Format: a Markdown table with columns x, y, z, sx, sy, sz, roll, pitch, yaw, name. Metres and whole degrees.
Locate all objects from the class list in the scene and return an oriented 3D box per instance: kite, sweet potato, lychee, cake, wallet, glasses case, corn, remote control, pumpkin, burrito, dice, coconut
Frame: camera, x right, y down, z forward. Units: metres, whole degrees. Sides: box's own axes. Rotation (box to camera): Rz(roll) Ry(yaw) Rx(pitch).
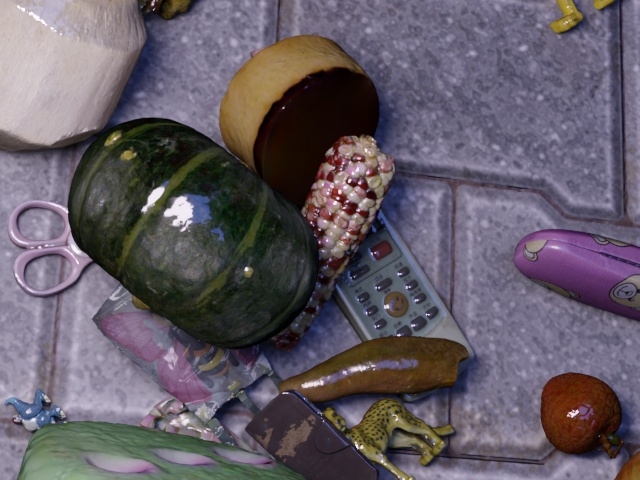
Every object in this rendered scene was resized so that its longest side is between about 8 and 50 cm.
| x | y | z | sx | sy | sz | roll | pitch | yaw | name |
| --- | --- | --- | --- | --- | --- | --- | --- | --- | --- |
| -0.109 | 0.170 | 1.593 | 0.360 | 0.022 | 0.204 | 49 | 42 | 5 | kite |
| 0.069 | 0.155 | 1.625 | 0.243 | 0.077 | 0.077 | -4 | 76 | -18 | sweet potato |
| 0.328 | 0.227 | 1.685 | 0.101 | 0.114 | 0.140 | -24 | 54 | 17 | lychee |
| -0.048 | -0.168 | 1.674 | 0.207 | 0.185 | 0.178 | -40 | 52 | -19 | cake |
| -0.007 | 0.243 | 1.549 | 0.157 | 0.018 | 0.082 | 45 | 106 | -3 | wallet |
| 0.406 | 0.054 | 1.751 | 0.316 | 0.123 | 0.076 | 17 | 70 | -9 | glasses case |
| 0.000 | 0.000 | 1.633 | 0.092 | 0.092 | 0.280 | 28 | 96 | -6 | corn |
| 0.080 | 0.063 | 1.706 | 0.123 | 0.038 | 0.285 | -30 | 84 | -21 | remote control |
| -0.147 | -0.006 | 1.503 | 0.300 | 0.300 | 0.207 | 41 | 92 | -1 | pumpkin |
| -0.085 | 0.299 | 1.581 | 0.309 | 0.066 | 0.096 | 38 | 66 | -5 | burrito |
| -0.175 | 0.370 | 1.370 | 0.322 | 0.330 | 0.318 | 14 | 91 | -8 | dice |
| -0.338 | -0.223 | 1.579 | 0.237 | 0.237 | 0.266 | 31 | 110 | -5 | coconut |

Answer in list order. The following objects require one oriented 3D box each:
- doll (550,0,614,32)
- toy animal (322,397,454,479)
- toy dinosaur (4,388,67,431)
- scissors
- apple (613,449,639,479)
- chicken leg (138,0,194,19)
| x | y | z | sx | sy | sz | roll | pitch | yaw | name |
| --- | --- | --- | --- | --- | --- | --- | --- | --- | --- |
| 0.289 | -0.474 | 1.887 | 0.160 | 0.094 | 0.365 | -32 | 85 | -18 | doll |
| 0.076 | 0.232 | 1.626 | 0.136 | 0.073 | 0.181 | 46 | 39 | 7 | toy animal |
| -0.327 | 0.206 | 1.561 | 0.083 | 0.030 | 0.047 | 45 | 67 | 1 | toy dinosaur |
| -0.255 | 0.001 | 1.639 | 0.242 | 0.030 | 0.118 | -5 | 77 | -17 | scissors |
| 0.483 | 0.360 | 1.621 | 0.264 | 0.264 | 0.264 | 4 | 74 | -14 | apple |
| -0.118 | -0.453 | 1.760 | 0.201 | 0.153 | 0.429 | 34 | 76 | 10 | chicken leg |
